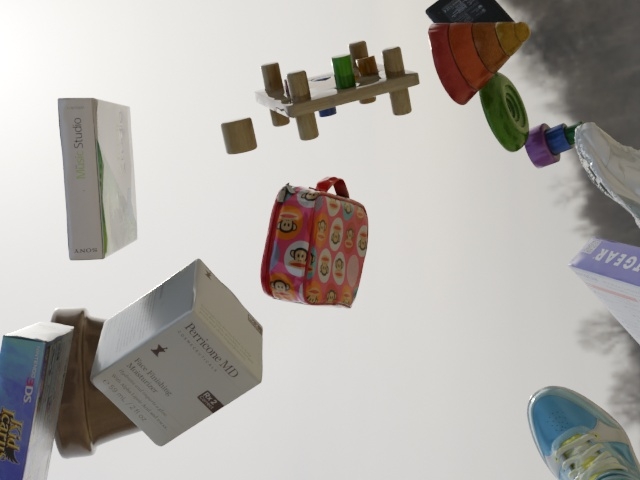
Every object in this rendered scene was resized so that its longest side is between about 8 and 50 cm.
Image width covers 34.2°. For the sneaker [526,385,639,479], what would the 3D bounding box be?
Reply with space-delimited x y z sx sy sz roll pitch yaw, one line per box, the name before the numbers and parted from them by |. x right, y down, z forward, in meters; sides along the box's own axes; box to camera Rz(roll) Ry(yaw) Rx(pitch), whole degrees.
sneaker | 0.380 0.318 1.417 0.319 0.127 0.208 55 -173 28

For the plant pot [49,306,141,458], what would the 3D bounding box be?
plant pot | -0.343 0.240 1.817 0.263 0.229 0.263 176 90 -82

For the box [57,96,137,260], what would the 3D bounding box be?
box | -0.337 -0.099 1.607 0.322 0.059 0.232 -90 -2 -84

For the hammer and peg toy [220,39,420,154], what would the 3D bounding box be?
hammer and peg toy | -0.028 -0.272 1.923 0.266 0.361 0.127 -140 36 -68

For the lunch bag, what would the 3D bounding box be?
lunch bag | 0.000 0.000 2.025 0.293 0.120 0.258 18 -99 -66

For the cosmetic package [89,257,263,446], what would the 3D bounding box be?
cosmetic package | -0.196 0.155 1.457 0.151 0.184 0.151 49 -164 -23

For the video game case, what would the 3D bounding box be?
video game case | -0.405 0.254 1.422 0.244 0.061 0.269 174 106 -84

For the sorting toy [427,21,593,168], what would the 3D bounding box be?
sorting toy | 0.296 -0.216 1.493 0.365 0.126 0.127 32 -134 -47

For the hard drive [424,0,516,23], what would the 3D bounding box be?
hard drive | 0.236 -0.334 1.599 0.135 0.094 0.022 56 -175 27

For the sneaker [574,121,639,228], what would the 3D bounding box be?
sneaker | 0.446 -0.087 1.417 0.232 0.115 0.090 46 -172 -1

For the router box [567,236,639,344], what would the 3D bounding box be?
router box | 0.652 0.140 1.922 0.301 0.082 0.335 45 174 -17
